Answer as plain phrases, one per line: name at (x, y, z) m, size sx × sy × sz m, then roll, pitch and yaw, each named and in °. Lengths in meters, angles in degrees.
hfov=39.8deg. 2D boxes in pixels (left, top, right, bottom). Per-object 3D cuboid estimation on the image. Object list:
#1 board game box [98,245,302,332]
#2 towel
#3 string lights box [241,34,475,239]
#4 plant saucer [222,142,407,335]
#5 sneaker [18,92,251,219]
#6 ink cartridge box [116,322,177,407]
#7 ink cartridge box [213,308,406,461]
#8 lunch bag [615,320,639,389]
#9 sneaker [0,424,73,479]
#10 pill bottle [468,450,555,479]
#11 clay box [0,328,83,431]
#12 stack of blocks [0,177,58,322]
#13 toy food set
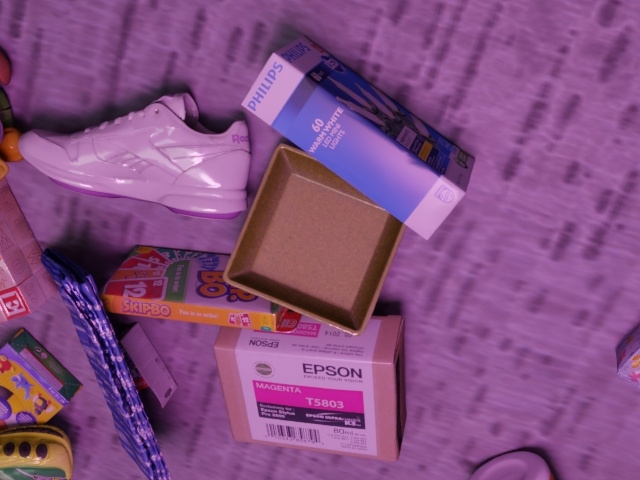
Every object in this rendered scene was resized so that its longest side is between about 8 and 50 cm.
board game box at (-0.143, 0.062, 1.149) m, size 0.259 × 0.124 × 0.039 m, roll 8°, pitch 121°, yaw 11°
towel at (-0.295, 0.178, 1.194) m, size 0.040 × 0.243 × 0.336 m, roll -24°, pitch 108°, yaw -21°
string lights box at (0.049, -0.123, 1.025) m, size 0.259 × 0.133 × 0.077 m, roll 36°, pitch 115°, yaw -2°
plant saucer at (0.000, 0.000, 1.102) m, size 0.188 × 0.045 × 0.188 m, roll 22°, pitch 85°, yaw 6°
sneaker at (-0.230, -0.122, 1.126) m, size 0.305 × 0.114 × 0.152 m, roll 11°, pitch 99°, yaw 5°
ink cartridge box at (-0.253, 0.182, 1.258) m, size 0.029 × 0.063 × 0.115 m, roll -24°, pitch 103°, yaw 20°
ink cartridge box at (-0.008, 0.186, 1.159) m, size 0.234 × 0.088 × 0.193 m, roll 4°, pitch 130°, yaw 13°
lunch bag at (0.401, 0.131, 1.069) m, size 0.053 × 0.071 × 0.083 m, roll 33°, pitch 114°, yaw 2°
sneaker at (-0.506, 0.345, 1.306) m, size 0.295 × 0.109 × 0.124 m, roll -2°, pitch 110°, yaw 13°
pill bottle at (0.288, 0.401, 1.176) m, size 0.121 × 0.121 × 0.216 m, roll -24°, pitch 104°, yaw 21°
clay box at (-0.481, 0.248, 1.348) m, size 0.222 × 0.053 × 0.127 m, roll -41°, pitch 98°, yaw 24°
stack of blocks at (-0.515, -0.022, 1.232) m, size 0.171 × 0.087 × 0.297 m, roll -18°, pitch 106°, yaw 20°
toy food set at (-0.426, -0.189, 1.136) m, size 0.071 × 0.128 × 0.218 m, roll -20°, pitch 105°, yaw -8°
